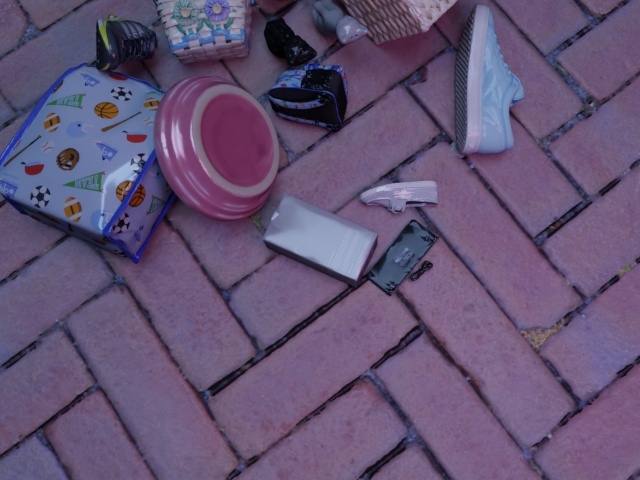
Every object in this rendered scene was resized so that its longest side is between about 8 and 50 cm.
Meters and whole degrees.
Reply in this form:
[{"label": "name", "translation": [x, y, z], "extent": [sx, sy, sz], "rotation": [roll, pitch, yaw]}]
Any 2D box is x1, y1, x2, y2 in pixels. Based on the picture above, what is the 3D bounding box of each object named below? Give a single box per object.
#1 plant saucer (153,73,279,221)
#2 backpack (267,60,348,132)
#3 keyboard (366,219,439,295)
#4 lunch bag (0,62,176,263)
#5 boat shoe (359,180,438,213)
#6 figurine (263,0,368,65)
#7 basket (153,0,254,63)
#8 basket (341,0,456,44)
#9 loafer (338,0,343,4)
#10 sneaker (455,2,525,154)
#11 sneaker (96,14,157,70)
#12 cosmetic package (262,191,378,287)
[{"label": "plant saucer", "translation": [-0.206, -0.211, 1.441], "extent": [0.084, 0.332, 0.332], "rotation": [-13, 73, 41]}, {"label": "backpack", "translation": [-0.031, -0.344, 1.547], "extent": [0.173, 0.158, 0.117], "rotation": [9, 69, 15]}, {"label": "keyboard", "translation": [0.201, 0.048, 1.513], "extent": [0.108, 0.023, 0.180], "rotation": [38, 82, 16]}, {"label": "lunch bag", "translation": [-0.478, -0.191, 1.473], "extent": [0.327, 0.239, 0.385], "rotation": [21, 74, 8]}, {"label": "boat shoe", "translation": [0.186, -0.096, 1.529], "extent": [0.184, 0.066, 0.063], "rotation": [-6, 76, -10]}, {"label": "figurine", "translation": [-0.009, -0.485, 1.549], "extent": [0.215, 0.092, 0.209], "rotation": [-24, 35, -4]}, {"label": "basket", "translation": [-0.276, -0.589, 1.578], "extent": [0.254, 0.201, 0.289], "rotation": [-10, 87, 0]}, {"label": "basket", "translation": [0.171, -0.661, 1.471], "extent": [0.266, 0.328, 0.331], "rotation": [-45, 110, -5]}, {"label": "loafer", "translation": [0.054, -0.755, 1.647], "extent": [0.112, 0.111, 0.319], "rotation": [-9, 83, 1]}, {"label": "sneaker", "translation": [0.407, -0.378, 1.559], "extent": [0.150, 0.135, 0.366], "rotation": [4, 86, -5]}, {"label": "sneaker", "translation": [-0.453, -0.467, 1.536], "extent": [0.121, 0.300, 0.111], "rotation": [5, 119, -9]}, {"label": "cosmetic package", "translation": [0.000, 0.000, 1.490], "extent": [0.238, 0.107, 0.127], "rotation": [25, 79, 10]}]
